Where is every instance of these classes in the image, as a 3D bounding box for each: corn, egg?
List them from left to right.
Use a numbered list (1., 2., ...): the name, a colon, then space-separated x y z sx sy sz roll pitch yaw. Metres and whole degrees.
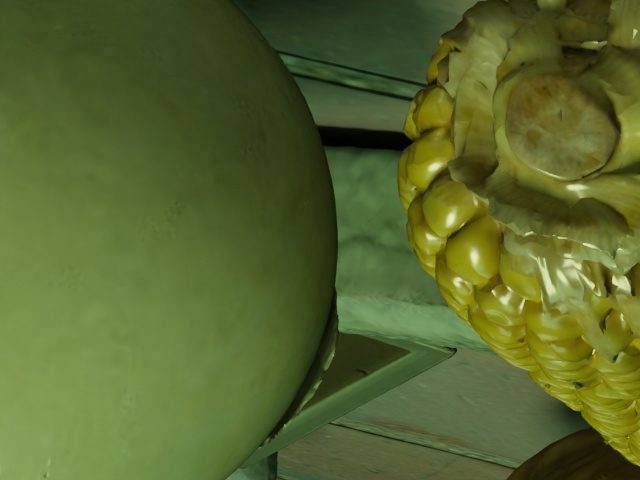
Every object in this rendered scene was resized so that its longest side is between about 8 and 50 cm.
1. egg: -0.117 -0.010 0.498 0.253 0.187 0.186 15 166 7
2. corn: 0.096 0.009 0.545 0.106 0.106 0.293 10 168 20

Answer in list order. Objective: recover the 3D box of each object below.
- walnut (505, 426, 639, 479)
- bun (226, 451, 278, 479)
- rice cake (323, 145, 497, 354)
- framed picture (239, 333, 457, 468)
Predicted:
1. walnut: 0.158 0.184 0.936 0.213 0.213 0.213 14 166 4
2. bun: -0.091 0.126 1.214 0.140 0.083 0.141 8 145 6
3. rice cake: 0.000 0.000 0.671 0.206 0.063 0.069 8 166 29
4. framed picture: -0.093 0.051 0.991 0.232 0.019 0.296 19 157 -17
